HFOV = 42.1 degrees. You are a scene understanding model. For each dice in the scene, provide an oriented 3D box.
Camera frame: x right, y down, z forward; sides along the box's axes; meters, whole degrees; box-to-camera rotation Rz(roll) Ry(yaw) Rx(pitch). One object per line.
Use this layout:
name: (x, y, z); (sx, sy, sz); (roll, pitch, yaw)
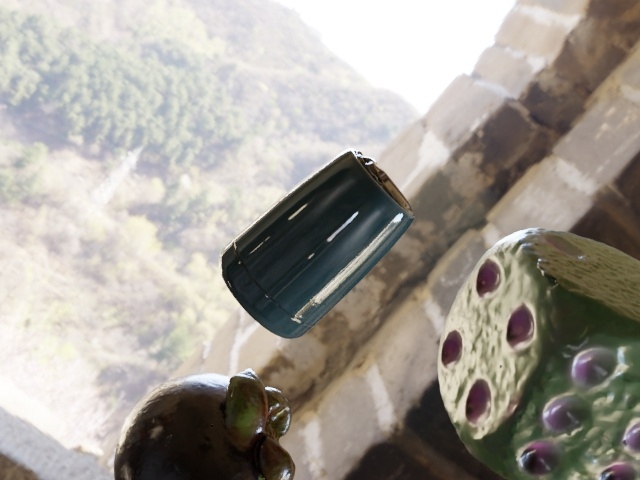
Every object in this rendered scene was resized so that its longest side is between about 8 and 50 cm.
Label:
dice: (0.394, 0.191, 1.302); (0.318, 0.322, 0.330); (15, 23, -17)

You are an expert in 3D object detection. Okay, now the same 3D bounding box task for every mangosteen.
mangosteen: (-0.169, 0.331, 1.269); (0.288, 0.288, 0.288); (41, 9, -8)

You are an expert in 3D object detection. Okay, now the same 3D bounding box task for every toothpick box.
toothpick box: (0.000, 0.000, 0.825); (0.120, 0.184, 0.120); (46, 12, -13)
